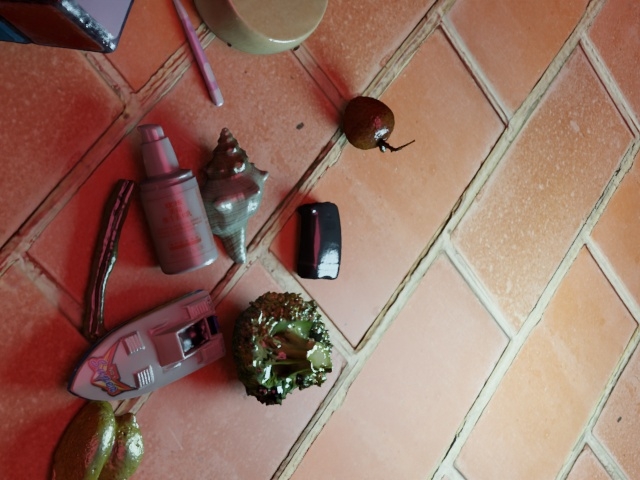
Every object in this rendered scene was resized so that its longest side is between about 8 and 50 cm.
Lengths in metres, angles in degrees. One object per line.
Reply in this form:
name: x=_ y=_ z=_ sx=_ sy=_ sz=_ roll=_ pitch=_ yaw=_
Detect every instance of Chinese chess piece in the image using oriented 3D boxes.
Chinese chess piece: x=-0.107 y=-0.464 z=1.991 sx=0.273 sy=0.102 sz=0.273 roll=2 pitch=87 yaw=-39

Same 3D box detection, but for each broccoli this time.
broccoli: x=-0.064 y=0.196 z=1.980 sx=0.226 sy=0.176 sz=0.198 roll=44 pitch=68 yaw=-14

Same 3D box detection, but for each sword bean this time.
sword bean: x=-0.349 y=0.030 z=1.835 sx=0.043 sy=0.038 sz=0.269 roll=11 pitch=81 yaw=-4

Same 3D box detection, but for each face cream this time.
face cream: x=-0.251 y=-0.074 z=1.873 sx=0.101 sy=0.101 sz=0.251 roll=-24 pitch=104 yaw=-37

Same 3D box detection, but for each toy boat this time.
toy boat: x=-0.288 y=0.188 z=1.849 sx=0.295 sy=0.088 sz=0.129 roll=-24 pitch=105 yaw=-37

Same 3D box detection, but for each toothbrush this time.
toothbrush: x=-0.227 y=-0.366 z=1.943 sx=0.020 sy=0.025 sz=0.286 roll=-33 pitch=111 yaw=-34

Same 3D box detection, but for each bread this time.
bread: x=-0.353 y=0.359 z=1.816 sx=0.149 sy=0.065 sz=0.187 roll=42 pitch=63 yaw=-36

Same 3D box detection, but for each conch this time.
conch: x=-0.161 y=-0.077 z=1.944 sx=0.137 sy=0.114 sz=0.233 roll=6 pitch=92 yaw=-25

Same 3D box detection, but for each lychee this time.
lychee: x=0.098 y=-0.215 z=2.143 sx=0.101 sy=0.114 sz=0.140 roll=2 pitch=56 yaw=-25

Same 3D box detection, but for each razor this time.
razor: x=0.000 y=0.000 z=2.105 sx=0.090 sy=0.054 sz=0.148 roll=2 pitch=89 yaw=-43

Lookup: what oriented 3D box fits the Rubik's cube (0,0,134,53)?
Rubik's cube: x=-0.427 y=-0.471 z=1.538 sx=0.313 sy=0.318 sz=0.316 roll=42 pitch=62 yaw=-62
